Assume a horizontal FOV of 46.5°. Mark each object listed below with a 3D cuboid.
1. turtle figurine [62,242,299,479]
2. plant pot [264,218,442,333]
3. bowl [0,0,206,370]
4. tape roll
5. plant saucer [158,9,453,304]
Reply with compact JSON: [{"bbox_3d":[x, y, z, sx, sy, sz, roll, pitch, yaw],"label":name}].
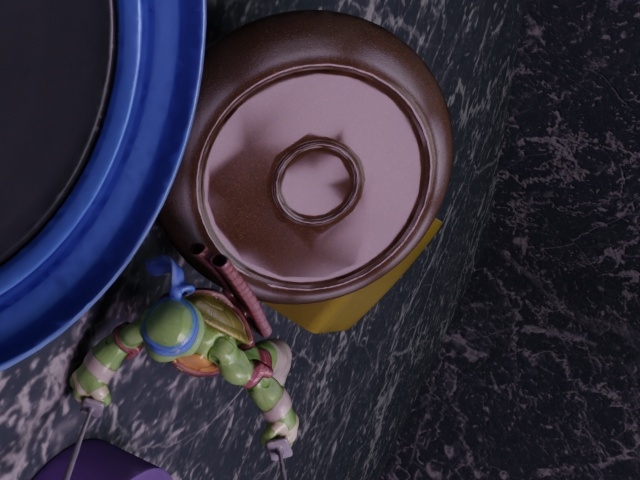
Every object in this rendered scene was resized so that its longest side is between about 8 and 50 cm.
[{"bbox_3d":[-0.125,0.155,0.720,0.266,0.198,0.274,37,37,-80],"label":"turtle figurine"},{"bbox_3d":[0.000,0.000,0.930,0.187,0.212,0.212,-62,161,5],"label":"plant pot"},{"bbox_3d":[-0.208,-0.103,0.450,0.391,0.077,0.391,-52,152,-43],"label":"bowl"},{"bbox_3d":[-0.232,0.302,0.741,0.189,0.080,0.189,-52,153,-41],"label":"tape roll"},{"bbox_3d":[-0.008,-0.062,0.728,0.050,0.311,0.310,-120,-144,-61],"label":"plant saucer"}]
